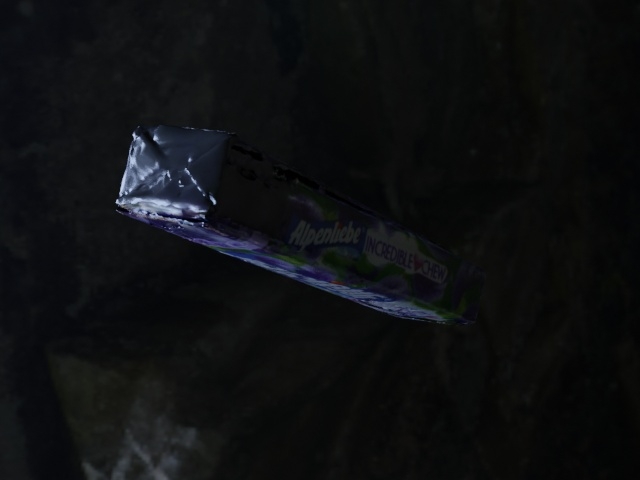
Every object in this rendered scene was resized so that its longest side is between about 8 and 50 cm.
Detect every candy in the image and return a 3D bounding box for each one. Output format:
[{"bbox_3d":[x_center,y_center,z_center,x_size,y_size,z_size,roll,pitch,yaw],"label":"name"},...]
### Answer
[{"bbox_3d":[0.000,0.000,0.822,0.312,0.088,0.061,24,-101,-51],"label":"candy"}]
